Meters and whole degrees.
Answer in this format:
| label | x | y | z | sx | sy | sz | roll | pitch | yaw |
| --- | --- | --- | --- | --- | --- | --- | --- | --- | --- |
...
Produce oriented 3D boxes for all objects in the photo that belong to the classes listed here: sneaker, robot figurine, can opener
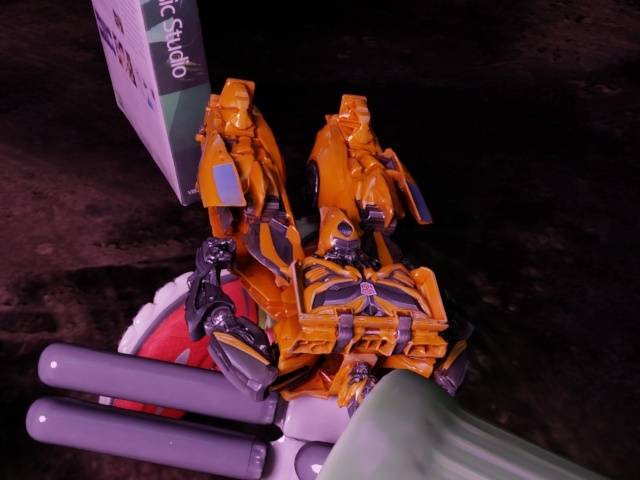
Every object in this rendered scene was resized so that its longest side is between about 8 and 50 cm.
| label | x | y | z | sx | sy | sz | roll | pitch | yaw |
| --- | --- | --- | --- | --- | --- | --- | --- | --- | --- |
| sneaker | -0.044 | 0.073 | 0.736 | 0.118 | 0.107 | 0.279 | 37 | 55 | 27 |
| robot figurine | 0.000 | 0.000 | 0.696 | 0.211 | 0.085 | 0.291 | 3 | 42 | -21 |
| can opener | -0.052 | 0.124 | 0.634 | 0.280 | 0.074 | 0.093 | 13 | -5 | -3 |

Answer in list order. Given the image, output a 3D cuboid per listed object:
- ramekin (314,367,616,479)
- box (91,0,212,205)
| label | x | y | z | sx | sy | sz | roll | pitch | yaw |
| --- | --- | --- | --- | --- | --- | --- | --- | --- | --- |
| ramekin | 0.050 | 0.220 | 0.395 | 0.148 | 0.303 | 0.303 | 19 | 43 | 15 |
| box | -0.175 | -0.225 | 0.936 | 0.058 | 0.322 | 0.232 | -21 | 43 | -17 |
